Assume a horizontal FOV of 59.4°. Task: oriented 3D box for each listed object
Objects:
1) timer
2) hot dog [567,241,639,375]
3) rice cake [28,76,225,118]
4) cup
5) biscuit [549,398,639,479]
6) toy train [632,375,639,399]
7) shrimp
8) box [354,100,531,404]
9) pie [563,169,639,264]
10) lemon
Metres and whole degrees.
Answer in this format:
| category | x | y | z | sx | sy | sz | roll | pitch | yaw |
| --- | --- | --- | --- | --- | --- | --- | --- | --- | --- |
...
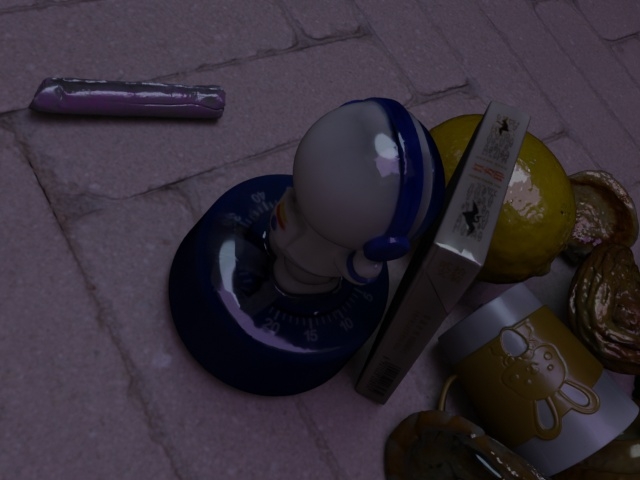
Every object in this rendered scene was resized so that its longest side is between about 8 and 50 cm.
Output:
| category | x | y | z | sx | sy | sz | roll | pitch | yaw |
| --- | --- | --- | --- | --- | --- | --- | --- | --- | --- |
| timer | 0.000 | 0.000 | 0.604 | 0.270 | 0.383 | 0.271 | 10 | 62 | -20 |
| hot dog | 0.457 | 0.103 | 0.854 | 0.196 | 0.122 | 0.272 | 58 | 27 | 14 |
| rice cake | -0.259 | -0.197 | 0.786 | 0.269 | 0.055 | 0.049 | -4 | 71 | -28 |
| cup | 0.259 | 0.202 | 0.763 | 0.241 | 0.185 | 0.226 | -32 | 73 | -2 |
| biscuit | 0.457 | 0.302 | 0.779 | 0.274 | 0.213 | 0.091 | -14 | 96 | -37 |
| toy train | 0.616 | 0.260 | 0.939 | 0.178 | 0.071 | 0.105 | 35 | 64 | -3 |
| shrimp | 0.185 | 0.307 | 0.665 | 0.254 | 0.059 | 0.145 | 33 | 77 | 29 |
| box | 0.128 | 0.038 | 0.655 | 0.051 | 0.365 | 0.205 | 24 | 57 | 8 |
| pie | 0.493 | -0.046 | 1.028 | 0.205 | 0.084 | 0.179 | -19 | 74 | -27 |
| lemon | 0.246 | -0.063 | 0.840 | 0.235 | 0.236 | 0.263 | -21 | 86 | -31 |
